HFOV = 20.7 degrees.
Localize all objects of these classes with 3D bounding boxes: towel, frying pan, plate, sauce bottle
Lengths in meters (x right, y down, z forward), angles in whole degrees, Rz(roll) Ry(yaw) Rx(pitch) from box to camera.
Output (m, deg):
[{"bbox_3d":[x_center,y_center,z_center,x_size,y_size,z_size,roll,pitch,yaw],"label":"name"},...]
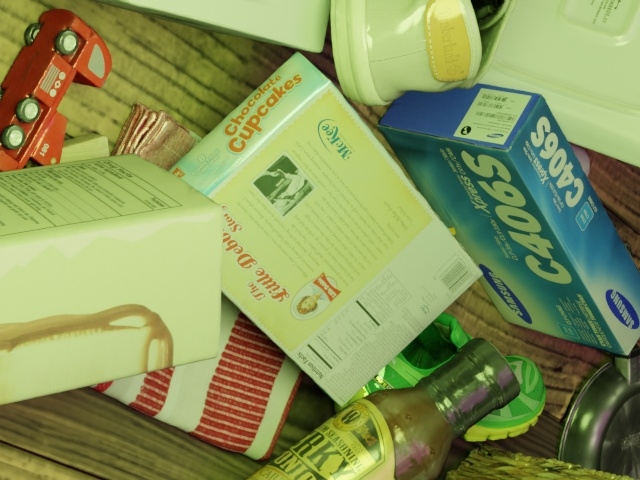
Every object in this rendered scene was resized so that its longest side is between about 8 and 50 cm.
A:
[{"bbox_3d":[-0.101,0.050,1.562,0.329,0.037,0.237,33,77,-48],"label":"towel"},{"bbox_3d":[0.379,0.179,2.132,0.197,0.053,0.326,20,89,-50],"label":"frying pan"},{"bbox_3d":[0.280,-0.230,1.725,0.277,0.278,0.045,-67,162,-9],"label":"plate"},{"bbox_3d":[0.034,0.213,1.636,0.344,0.111,0.111,-36,128,-15],"label":"sauce bottle"}]

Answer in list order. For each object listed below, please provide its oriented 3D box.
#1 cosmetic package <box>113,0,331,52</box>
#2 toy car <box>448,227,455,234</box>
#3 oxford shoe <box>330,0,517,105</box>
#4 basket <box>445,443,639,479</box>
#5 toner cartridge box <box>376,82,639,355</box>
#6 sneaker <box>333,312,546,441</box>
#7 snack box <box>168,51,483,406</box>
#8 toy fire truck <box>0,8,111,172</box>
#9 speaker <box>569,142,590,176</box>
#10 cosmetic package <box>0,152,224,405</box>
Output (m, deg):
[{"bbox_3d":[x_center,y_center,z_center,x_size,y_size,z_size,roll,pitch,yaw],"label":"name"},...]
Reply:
[{"bbox_3d":[-0.094,-0.285,1.389,0.224,0.138,0.225,9,96,-49],"label":"cosmetic package"},{"bbox_3d":[0.100,0.035,1.769,0.122,0.060,0.040,-23,150,-35],"label":"toy car"},{"bbox_3d":[0.124,-0.254,1.553,0.449,0.130,0.169,-65,146,-54],"label":"oxford shoe"},{"bbox_3d":[0.251,0.380,1.842,0.213,0.299,0.223,-40,129,-44],"label":"basket"},{"bbox_3d":[0.206,-0.022,1.785,0.075,0.165,0.348,-55,135,-19],"label":"toner cartridge box"},{"bbox_3d":[0.141,0.137,1.801,0.295,0.109,0.123,1,104,-48],"label":"sneaker"},{"bbox_3d":[0.000,0.000,1.541,0.187,0.060,0.322,-43,137,-1],"label":"snack box"},{"bbox_3d":[-0.210,-0.071,1.392,0.135,0.047,0.192,41,71,-46],"label":"toy fire truck"},{"bbox_3d":[0.231,-0.088,1.876,0.136,0.055,0.055,12,92,-49],"label":"speaker"},{"bbox_3d":[-0.234,0.033,1.273,0.296,0.153,0.129,-10,114,-31],"label":"cosmetic package"}]
